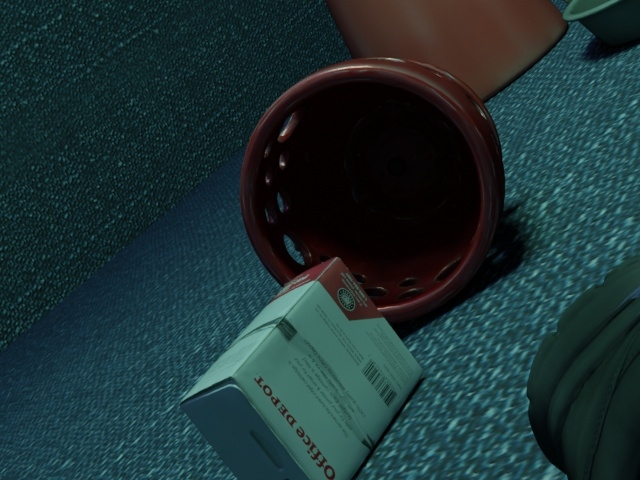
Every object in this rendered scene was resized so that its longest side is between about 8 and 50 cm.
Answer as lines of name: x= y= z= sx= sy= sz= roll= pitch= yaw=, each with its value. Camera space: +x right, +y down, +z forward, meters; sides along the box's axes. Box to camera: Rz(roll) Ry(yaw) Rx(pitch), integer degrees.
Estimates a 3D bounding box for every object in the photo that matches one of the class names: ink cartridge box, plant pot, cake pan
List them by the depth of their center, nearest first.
ink cartridge box: x=-0.009 y=0.090 z=0.785 sx=0.056 sy=0.099 sz=0.135 roll=-28 pitch=13 yaw=41
plant pot: x=0.053 y=-0.049 z=0.985 sx=0.191 sy=0.191 sz=0.174 roll=-33 pitch=2 yaw=20
cake pan: x=0.389 y=-0.297 z=1.333 sx=0.293 sy=0.054 sz=0.293 roll=-35 pitch=10 yaw=7
plant pot: x=0.139 y=-0.297 z=1.640 sx=0.275 sy=0.243 sz=0.275 roll=-35 pitch=11 yaw=8

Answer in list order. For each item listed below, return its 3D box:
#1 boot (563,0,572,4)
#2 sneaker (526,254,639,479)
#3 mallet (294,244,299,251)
boot: x=0.362 y=-0.362 z=1.790 sx=0.114 sy=0.037 sz=0.106 roll=-46 pitch=11 yaw=-22
sneaker: x=0.181 y=0.008 z=0.428 sx=0.286 sy=0.109 sz=0.130 roll=-61 pitch=13 yaw=24
mallet: x=0.000 y=0.000 z=1.367 sx=0.062 sy=0.039 sz=0.189 roll=-38 pitch=5 yaw=-25
